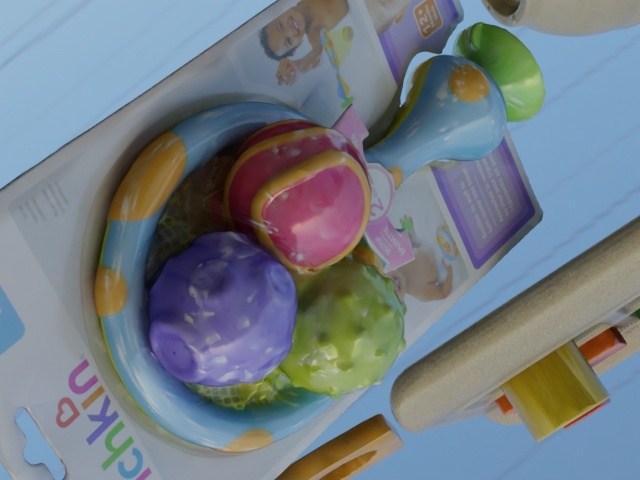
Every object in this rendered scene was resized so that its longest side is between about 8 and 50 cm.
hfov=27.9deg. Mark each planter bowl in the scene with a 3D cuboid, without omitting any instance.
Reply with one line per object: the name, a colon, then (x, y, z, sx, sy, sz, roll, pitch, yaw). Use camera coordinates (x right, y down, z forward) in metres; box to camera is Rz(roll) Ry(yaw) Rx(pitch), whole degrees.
planter bowl: (0.190, -0.238, 1.065, 0.109, 0.162, 0.162, -21, -142, -16)

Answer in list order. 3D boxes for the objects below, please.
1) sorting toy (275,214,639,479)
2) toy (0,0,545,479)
sorting toy: (0.134, 0.042, 0.565, 0.347, 0.196, 0.047, -34, -108, 12)
toy: (0.000, 0.000, 0.412, 0.056, 0.137, 0.237, 0, -146, 46)
